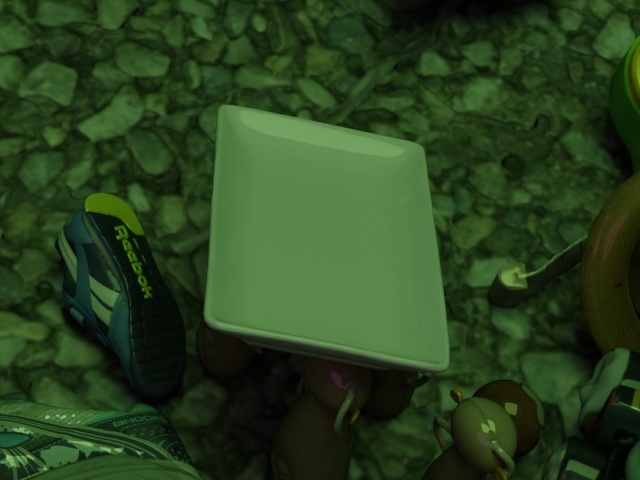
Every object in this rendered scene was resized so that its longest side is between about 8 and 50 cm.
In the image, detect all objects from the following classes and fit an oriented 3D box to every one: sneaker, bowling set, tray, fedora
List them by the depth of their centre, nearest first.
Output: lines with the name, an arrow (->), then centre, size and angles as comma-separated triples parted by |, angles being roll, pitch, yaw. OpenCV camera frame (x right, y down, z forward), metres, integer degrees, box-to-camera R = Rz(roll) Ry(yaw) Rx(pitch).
sneaker -> -0.212, 0.154, 1.132 | 0.283, 0.110, 0.122 | 0, 36, -16
tray -> 0.000, 0.000, 1.164 | 0.145, 0.030, 0.270 | 12, 30, -8
bowling set -> 0.058, 0.096, 1.187 | 0.200, 0.154, 0.287 | -21, 62, -25
sneaker -> -0.135, 0.043, 1.251 | 0.053, 0.059, 0.144 | -1, 65, -52
fedora -> 0.265, 0.022, 1.316 | 0.194, 0.194, 0.079 | 4, 14, -10

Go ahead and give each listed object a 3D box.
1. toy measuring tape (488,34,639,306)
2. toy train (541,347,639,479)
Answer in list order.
toy measuring tape -> 0.228, -0.078, 1.391 | 0.330, 0.121, 0.121 | -33, 67, -21
toy train -> 0.308, 0.180, 1.204 | 0.334, 0.142, 0.190 | 21, 40, 5
